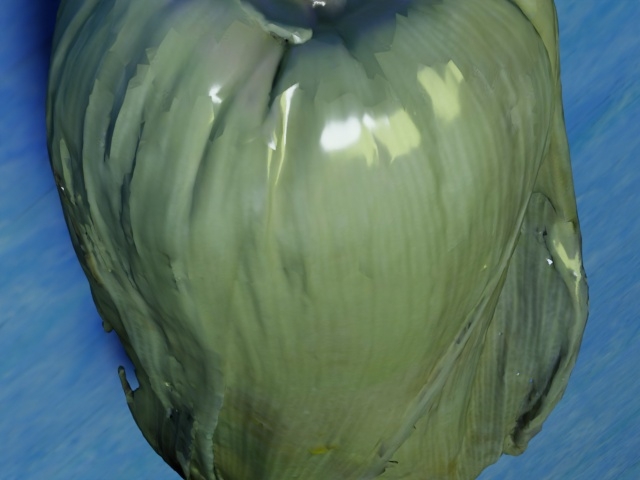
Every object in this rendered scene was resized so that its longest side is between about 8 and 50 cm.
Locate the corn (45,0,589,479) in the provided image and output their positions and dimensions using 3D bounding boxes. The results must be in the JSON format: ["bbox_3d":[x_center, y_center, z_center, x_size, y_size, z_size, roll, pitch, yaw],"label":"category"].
[{"bbox_3d":[-0.001,0.004,0.496,0.123,0.122,0.305,-34,155,-13],"label":"corn"}]
